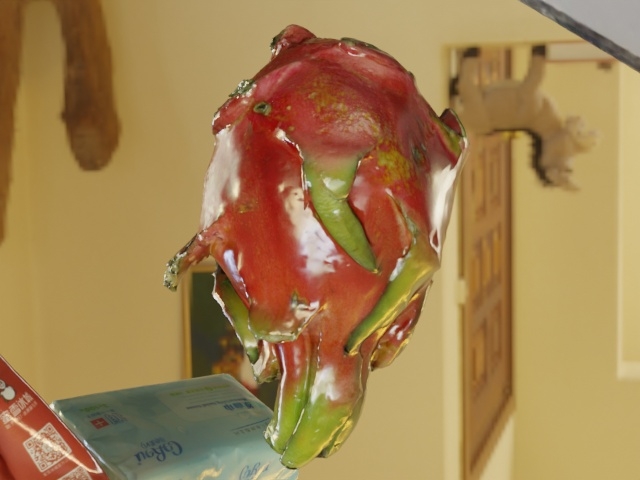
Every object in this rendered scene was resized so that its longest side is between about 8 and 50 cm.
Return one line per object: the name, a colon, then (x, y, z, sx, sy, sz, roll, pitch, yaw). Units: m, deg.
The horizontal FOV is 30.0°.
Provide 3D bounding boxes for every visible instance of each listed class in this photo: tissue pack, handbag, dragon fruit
tissue pack: (-0.167, 0.232, 1.367, 0.263, 0.089, 0.177, -5, -150, -45)
handbag: (-0.286, 0.211, 1.072, 0.151, 0.298, 0.171, -20, 172, -33)
dragon fruit: (-0.007, -0.003, 0.792, 0.198, 0.269, 0.200, 6, -156, -19)

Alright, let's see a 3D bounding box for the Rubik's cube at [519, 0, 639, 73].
Rubik's cube: (0.244, -0.185, 0.430, 0.259, 0.255, 0.260, 35, -126, 26)
